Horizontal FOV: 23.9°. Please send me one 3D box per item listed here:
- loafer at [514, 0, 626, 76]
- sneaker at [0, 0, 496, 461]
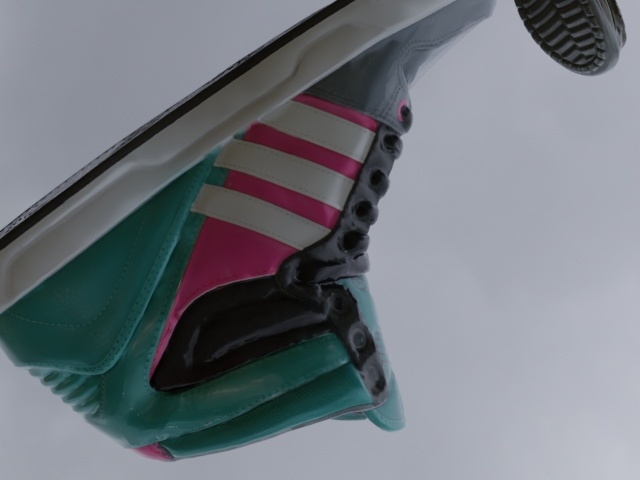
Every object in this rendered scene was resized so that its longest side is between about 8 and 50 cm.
[{"bbox_3d":[0.211,-0.268,1.346,0.087,0.251,0.094,-28,-177,-31],"label":"loafer"},{"bbox_3d":[0.000,0.000,0.700,0.295,0.178,0.124,-37,-170,-14],"label":"sneaker"}]
